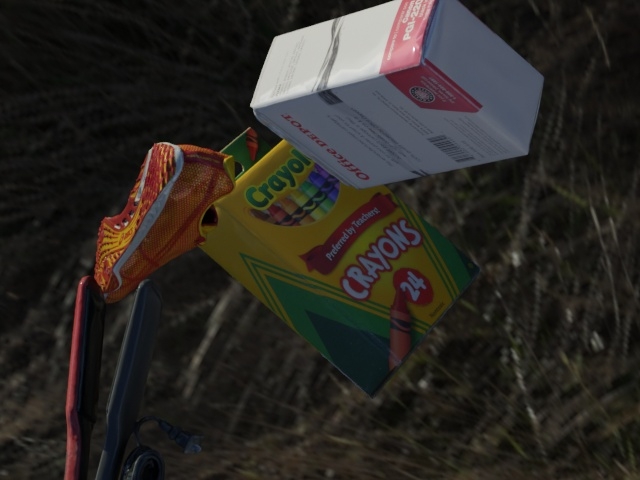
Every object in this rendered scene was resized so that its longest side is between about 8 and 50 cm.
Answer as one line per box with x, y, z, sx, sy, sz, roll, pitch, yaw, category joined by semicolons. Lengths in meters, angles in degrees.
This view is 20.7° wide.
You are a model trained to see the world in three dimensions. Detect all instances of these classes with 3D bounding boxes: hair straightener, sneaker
-0.120;0.132;1.094;0.089;0.047;0.230;0;66;12;hair straightener
-0.110;-0.003;1.203;0.067;0.175;0.064;12;57;-26;sneaker

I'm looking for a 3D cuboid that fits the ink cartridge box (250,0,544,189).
0.069;-0.133;1.602;0.218;0.158;0.092;-12;53;43;ink cartridge box

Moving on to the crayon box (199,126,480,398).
0.000;0.000;1.949;0.318;0.081;0.202;40;45;4;crayon box
